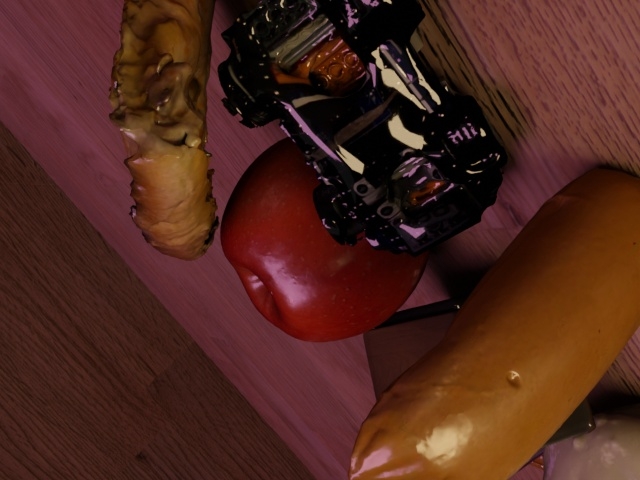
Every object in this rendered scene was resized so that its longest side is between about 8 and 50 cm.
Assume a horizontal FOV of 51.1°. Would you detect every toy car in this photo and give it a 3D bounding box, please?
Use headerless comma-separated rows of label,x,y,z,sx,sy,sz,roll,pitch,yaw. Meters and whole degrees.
toy car,0.045,-0.116,0.635,0.301,0.193,0.118,51,-159,-21

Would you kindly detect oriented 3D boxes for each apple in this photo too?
apple,0.000,0.000,0.837,0.260,0.216,0.260,42,159,20

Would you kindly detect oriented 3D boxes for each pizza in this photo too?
pizza,-0.145,-0.122,0.708,0.080,0.435,0.392,1,142,-7

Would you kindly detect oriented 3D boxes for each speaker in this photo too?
speaker,0.178,0.163,0.809,0.231,0.153,0.192,148,112,-65

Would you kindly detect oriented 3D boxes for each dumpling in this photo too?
dumpling,0.342,0.309,0.740,0.187,0.243,0.318,46,152,-17

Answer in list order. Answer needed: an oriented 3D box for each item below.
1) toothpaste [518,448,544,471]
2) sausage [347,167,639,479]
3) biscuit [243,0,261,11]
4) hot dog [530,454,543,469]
toothpaste,0.209,0.297,0.892,0.114,0.299,0.073,11,116,52
sausage,0.160,0.084,0.526,0.116,0.354,0.134,27,150,37
biscuit,-0.076,-0.309,0.661,0.056,0.052,0.188,46,163,43
hot dog,0.342,0.309,0.968,0.286,0.061,0.088,13,144,49
